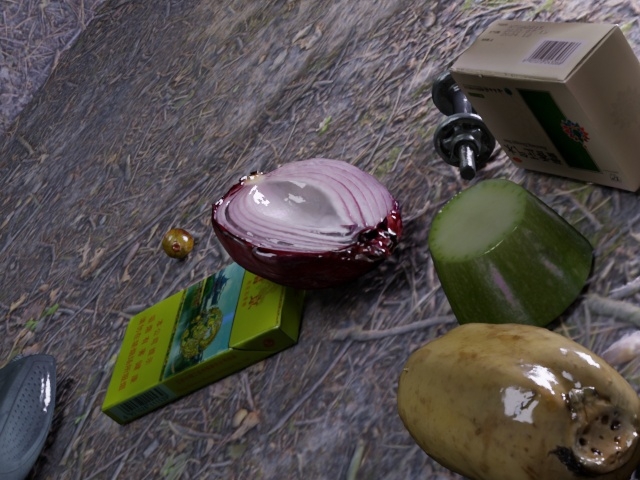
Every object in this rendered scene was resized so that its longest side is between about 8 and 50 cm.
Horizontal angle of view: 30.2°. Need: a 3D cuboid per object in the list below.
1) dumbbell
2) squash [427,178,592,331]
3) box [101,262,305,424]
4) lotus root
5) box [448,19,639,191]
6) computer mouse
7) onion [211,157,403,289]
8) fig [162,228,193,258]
[{"bbox_3d":[0.185,-0.162,1.541,0.081,0.081,0.254,-31,32,25],"label":"dumbbell"},{"bbox_3d":[0.195,0.019,1.265,0.170,0.123,0.170,-27,35,21],"label":"squash"},{"bbox_3d":[-0.159,0.125,1.665,0.335,0.047,0.187,-27,33,29],"label":"box"},{"bbox_3d":[0.171,0.150,1.089,0.284,0.160,0.146,9,98,62],"label":"lotus root"},{"bbox_3d":[0.271,-0.153,1.324,0.095,0.168,0.212,-48,28,-12],"label":"box"},{"bbox_3d":[-0.501,0.311,1.801,0.188,0.122,0.371,-26,27,25],"label":"computer mouse"},{"bbox_3d":[0.000,0.000,1.517,0.227,0.120,0.283,-27,34,-26],"label":"onion"},{"bbox_3d":[-0.232,0.002,1.928,0.050,0.050,0.083,-45,9,1],"label":"fig"}]
